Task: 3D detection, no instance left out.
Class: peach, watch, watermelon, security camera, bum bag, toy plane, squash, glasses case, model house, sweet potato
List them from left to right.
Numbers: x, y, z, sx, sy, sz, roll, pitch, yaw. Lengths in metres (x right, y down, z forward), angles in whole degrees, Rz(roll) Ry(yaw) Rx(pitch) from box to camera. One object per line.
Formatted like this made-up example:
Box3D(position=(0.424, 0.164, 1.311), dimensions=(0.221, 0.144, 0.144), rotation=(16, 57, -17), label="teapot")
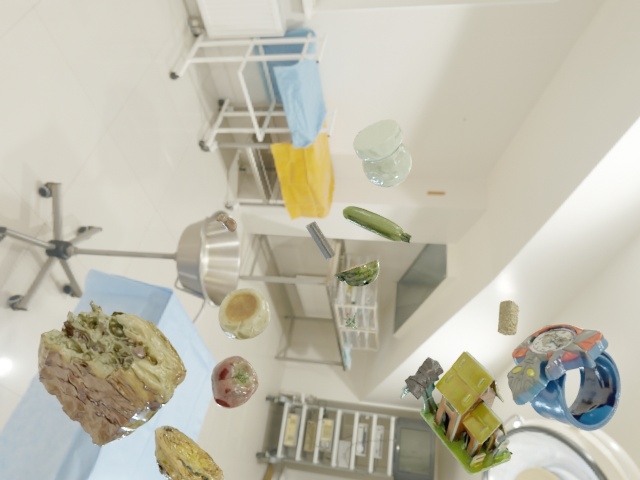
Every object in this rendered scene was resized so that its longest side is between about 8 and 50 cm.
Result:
Box3D(position=(-0.342, -0.069, 1.712), dimensions=(0.214, 0.050, 0.050), rotation=(73, 22, -79), label="sweet potato")
Box3D(position=(-0.274, 0.440, 1.441), dimensions=(0.152, 0.152, 0.152), rotation=(3, 90, -78), label="peach")
Box3D(position=(0.001, 0.001, 2.186), dimensions=(0.190, 0.042, 0.072), rotation=(58, -27, -3), label="glasses case")
Box3D(position=(0.146, 0.393, 2.254), dimensions=(0.080, 0.083, 0.033), rotation=(-52, 151, 20), label="toy plane")
Box3D(position=(0.136, 0.111, 1.518), dimensions=(0.087, 0.163, 0.068), rotation=(-24, -97, 69), label="watermelon")
Box3D(position=(0.191, -0.054, 1.598), dimensions=(0.066, 0.252, 0.066), rotation=(-62, 171, -17), label="squash")
Box3D(position=(0.249, -0.312, 1.782), dimensions=(0.236, 0.195, 0.194), rotation=(55, 34, -36), label="security camera")
Box3D(position=(0.259, 0.340, 1.178), dimensions=(0.124, 0.058, 0.034), rotation=(-33, 162, -38), label="bum bag")
Box3D(position=(0.487, 0.585, 1.640), dimensions=(0.300, 0.340, 0.323), rotation=(47, -45, 52), label="model house")
Box3D(position=(0.691, 0.415, 1.336), dimensions=(0.274, 0.305, 0.241), rotation=(56, -18, -10), label="watch")

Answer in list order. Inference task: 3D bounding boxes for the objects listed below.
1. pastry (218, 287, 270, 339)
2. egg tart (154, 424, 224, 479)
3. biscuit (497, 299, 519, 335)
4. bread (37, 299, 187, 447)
Box3D(position=(-0.223, 0.216, 1.390), dimensions=(0.092, 0.157, 0.156), rotation=(83, 15, -55), label="pastry")
Box3D(position=(-0.420, 0.698, 1.460), dimensions=(0.107, 0.291, 0.291), rotation=(-50, 157, -12), label="egg tart")
Box3D(position=(0.850, 0.351, 2.140), dimensions=(0.070, 0.082, 0.168), rotation=(40, 55, -30), label="biscuit")
Box3D(position=(-0.470, 0.281, 1.093), dimensions=(0.370, 0.314, 0.191), rotation=(-48, 174, 36), label="bread")
